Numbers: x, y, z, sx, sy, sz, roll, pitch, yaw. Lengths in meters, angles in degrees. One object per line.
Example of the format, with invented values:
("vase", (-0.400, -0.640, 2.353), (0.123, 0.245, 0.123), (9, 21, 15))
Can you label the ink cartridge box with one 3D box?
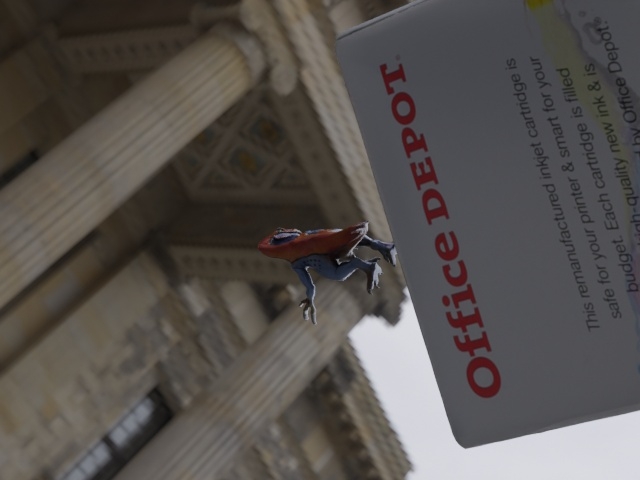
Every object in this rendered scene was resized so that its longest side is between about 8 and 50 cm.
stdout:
("ink cartridge box", (0.186, -0.046, 0.636), (0.270, 0.197, 0.198), (-18, -92, 34))

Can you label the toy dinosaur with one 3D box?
("toy dinosaur", (0.000, 0.000, 0.736), (0.082, 0.047, 0.090), (15, -36, 26))
